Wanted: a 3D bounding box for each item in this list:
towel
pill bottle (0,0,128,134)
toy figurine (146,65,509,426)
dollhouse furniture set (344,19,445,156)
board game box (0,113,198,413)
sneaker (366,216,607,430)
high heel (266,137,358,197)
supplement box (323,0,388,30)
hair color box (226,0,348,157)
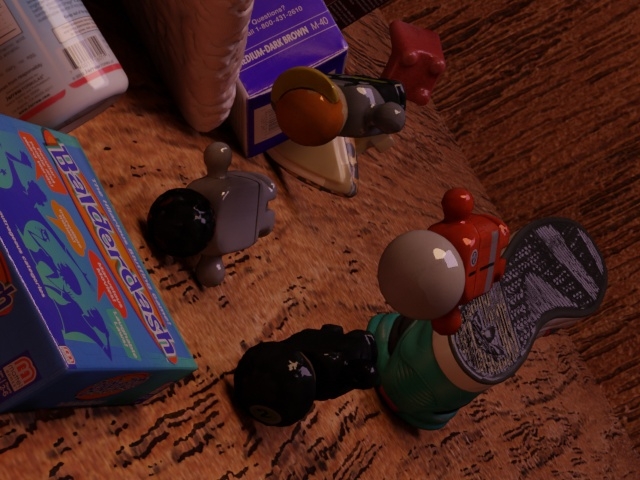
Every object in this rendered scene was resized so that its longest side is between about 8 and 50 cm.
[{"bbox_3d":[-0.140,-0.272,1.511,0.317,0.053,0.332,61,-13,12],"label":"towel"},{"bbox_3d":[-0.189,-0.137,1.150,0.160,0.087,0.087,59,10,-1],"label":"pill bottle"},{"bbox_3d":[0.000,0.000,1.337,0.209,0.213,0.148,57,26,7],"label":"toy figurine"},{"bbox_3d":[-0.002,-0.279,2.104,0.374,0.201,0.152,51,13,-33],"label":"dollhouse furniture set"},{"bbox_3d":[-0.149,0.011,1.033,0.160,0.047,0.210,61,10,9],"label":"board game box"},{"bbox_3d":[0.142,0.086,1.820,0.295,0.178,0.124,-32,91,-50],"label":"sneaker"},{"bbox_3d":[0.004,-0.115,1.950,0.186,0.093,0.261,32,19,-55],"label":"high heel"},{"bbox_3d":[0.021,-0.322,2.220,0.130,0.239,0.073,64,11,24],"label":"supplement box"},{"bbox_3d":[-0.099,-0.262,1.736,0.339,0.110,0.185,60,-9,11],"label":"hair color box"}]
